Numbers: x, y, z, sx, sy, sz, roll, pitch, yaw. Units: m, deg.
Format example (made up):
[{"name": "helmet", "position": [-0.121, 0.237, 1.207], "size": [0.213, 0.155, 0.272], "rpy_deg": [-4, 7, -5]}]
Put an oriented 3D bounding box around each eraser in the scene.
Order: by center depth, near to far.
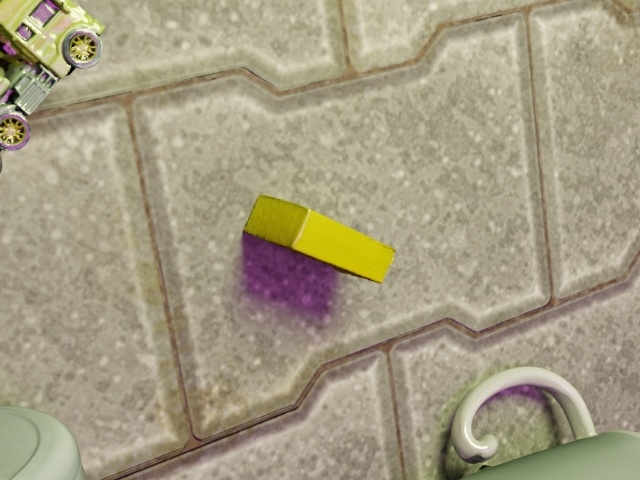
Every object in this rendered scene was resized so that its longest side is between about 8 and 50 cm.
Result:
[{"name": "eraser", "position": [0.000, 0.000, 1.150], "size": [0.122, 0.097, 0.045], "rpy_deg": [24, 86, -35]}]

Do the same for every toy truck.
[{"name": "toy truck", "position": [-0.280, -0.139, 0.953], "size": [0.116, 0.085, 0.191], "rpy_deg": [43, 78, -26]}]

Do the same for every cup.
[{"name": "cup", "position": [0.253, 0.323, 1.309], "size": [0.274, 0.259, 0.356], "rpy_deg": [-9, 73, -31]}]

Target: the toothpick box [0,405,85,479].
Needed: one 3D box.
[{"name": "toothpick box", "position": [-0.293, 0.344, 0.961], "size": [0.263, 0.263, 0.354], "rpy_deg": [-21, 111, -28]}]
